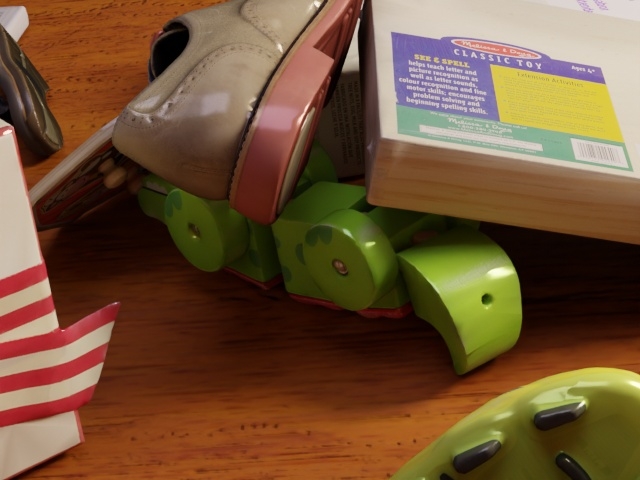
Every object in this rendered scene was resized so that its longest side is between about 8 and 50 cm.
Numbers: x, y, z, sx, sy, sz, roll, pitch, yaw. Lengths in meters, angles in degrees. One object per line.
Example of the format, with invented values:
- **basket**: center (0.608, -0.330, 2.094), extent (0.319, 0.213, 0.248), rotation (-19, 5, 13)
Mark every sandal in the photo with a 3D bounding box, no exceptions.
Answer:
- **sandal**: center (-0.276, -0.131, 1.525), extent (0.060, 0.090, 0.219), rotation (-32, 39, 2)

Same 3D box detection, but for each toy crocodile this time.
- **toy crocodile**: center (0.000, 0.000, 1.209), extent (0.340, 0.105, 0.115), rotation (15, 36, 42)

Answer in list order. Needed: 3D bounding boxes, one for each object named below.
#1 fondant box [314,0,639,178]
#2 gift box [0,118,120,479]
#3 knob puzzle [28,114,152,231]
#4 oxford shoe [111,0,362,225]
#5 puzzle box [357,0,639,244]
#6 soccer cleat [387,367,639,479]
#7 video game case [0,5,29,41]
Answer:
- **fondant box**: center (0.120, -0.165, 1.456), extent (0.330, 0.096, 0.238), rotation (-9, 30, -5)
- **gift box**: center (-0.288, 0.027, 1.066), extent (0.276, 0.255, 0.258), rotation (-28, 34, -25)
- **knob puzzle**: center (-0.145, -0.056, 1.292), extent (0.213, 0.030, 0.213), rotation (-38, -5, -4)
- **oxford shoe**: center (-0.047, -0.141, 1.209), extent (0.130, 0.123, 0.348), rotation (18, 29, 2)
- **puzzle box**: center (0.228, -0.080, 1.213), extent (0.408, 0.052, 0.272), rotation (9, 30, -5)
- **soccer cleat**: center (0.046, 0.147, 0.794), extent (0.093, 0.289, 0.121), rotation (40, 23, -5)
- **video game case**: center (-0.404, -0.161, 1.643), extent (0.206, 0.026, 0.227), rotation (-2, 31, 10)
